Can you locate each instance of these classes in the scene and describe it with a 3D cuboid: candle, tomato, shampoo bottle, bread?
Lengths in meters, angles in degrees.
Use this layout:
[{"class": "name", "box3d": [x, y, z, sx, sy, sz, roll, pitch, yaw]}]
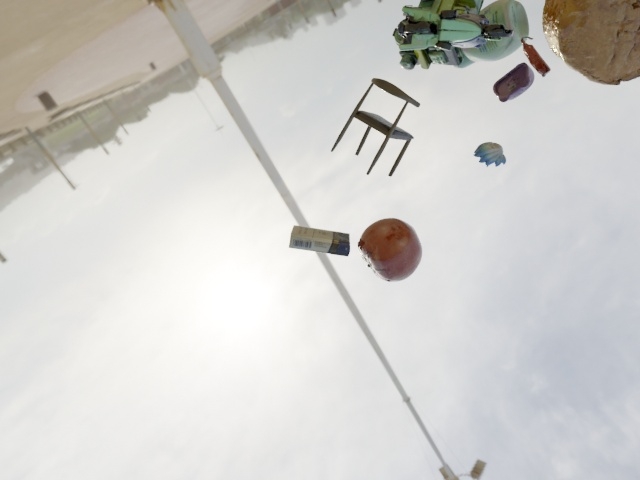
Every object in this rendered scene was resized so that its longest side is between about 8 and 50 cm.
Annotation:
[{"class": "candle", "box3d": [0.759, -0.655, 1.838, 0.053, 0.162, 0.048, -30, 171, -16]}, {"class": "tomato", "box3d": [0.289, 0.033, 2.109, 0.265, 0.264, 0.264, -26, -157, 12]}, {"class": "shampoo bottle", "box3d": [0.661, -0.822, 2.121, 0.152, 0.221, 0.350, -10, 178, -34]}, {"class": "bread", "box3d": [0.807, -0.617, 1.401, 0.398, 0.398, 0.215, -28, -142, 7]}]

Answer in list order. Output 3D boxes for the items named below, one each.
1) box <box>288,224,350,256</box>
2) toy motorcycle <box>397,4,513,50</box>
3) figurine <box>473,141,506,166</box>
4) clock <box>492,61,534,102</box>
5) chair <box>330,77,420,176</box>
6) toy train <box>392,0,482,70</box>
[{"class": "box", "box3d": [0.000, 0.000, 2.227, 0.260, 0.071, 0.168, 10, -164, 0]}, {"class": "toy motorcycle", "box3d": [0.394, -0.628, 1.551, 0.332, 0.125, 0.196, 2, -159, -1]}, {"class": "figurine", "box3d": [0.575, -0.296, 1.780, 0.115, 0.079, 0.114, -1, -117, 3]}, {"class": "clock", "box3d": [0.736, -0.587, 1.961, 0.153, 0.050, 0.109, -35, -129, 42]}, {"class": "chair", "box3d": [0.192, -0.357, 1.635, 0.188, 0.272, 0.166, 38, -155, 27]}, {"class": "toy train", "box3d": [0.434, -0.799, 1.905, 0.254, 0.160, 0.396, 18, -100, 30]}]
